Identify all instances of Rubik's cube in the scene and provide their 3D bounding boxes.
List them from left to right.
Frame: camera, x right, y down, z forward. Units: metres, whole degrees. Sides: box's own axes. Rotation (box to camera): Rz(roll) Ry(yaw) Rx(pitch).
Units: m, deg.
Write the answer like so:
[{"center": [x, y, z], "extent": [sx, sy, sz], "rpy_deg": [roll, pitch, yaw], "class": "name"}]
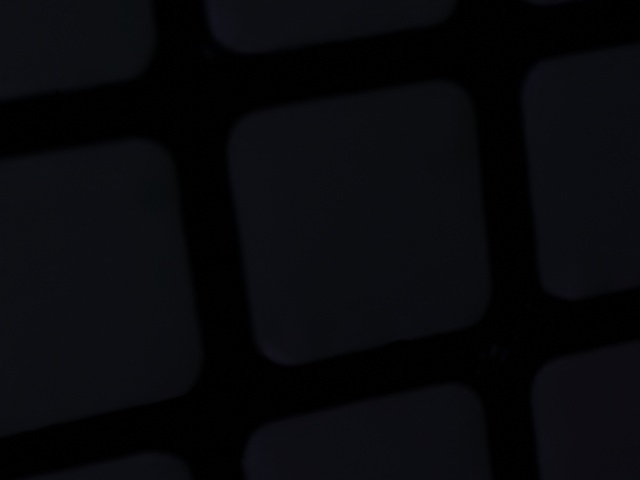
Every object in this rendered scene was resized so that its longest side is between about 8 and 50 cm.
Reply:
[{"center": [0.000, 0.000, 0.589], "extent": [0.344, 0.344, 0.337], "rpy_deg": [-157, 57, -70], "class": "Rubik's cube"}]
